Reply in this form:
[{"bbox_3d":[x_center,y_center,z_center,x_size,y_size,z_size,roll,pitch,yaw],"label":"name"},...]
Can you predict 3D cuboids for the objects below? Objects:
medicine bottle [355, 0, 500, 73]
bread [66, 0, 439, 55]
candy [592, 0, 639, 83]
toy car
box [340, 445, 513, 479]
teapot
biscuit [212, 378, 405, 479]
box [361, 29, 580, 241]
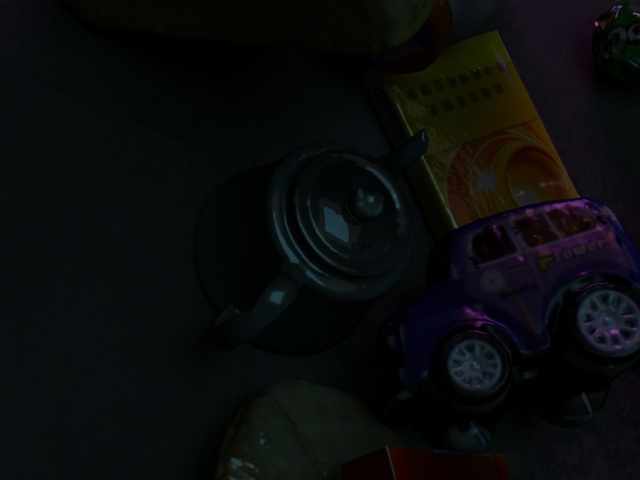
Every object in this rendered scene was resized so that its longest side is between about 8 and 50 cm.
[{"bbox_3d":[0.105,-0.281,1.064,0.157,0.157,0.289,34,55,-14],"label":"medicine bottle"},{"bbox_3d":[-0.020,-0.299,0.921,0.333,0.323,0.143,-64,149,-31],"label":"bread"},{"bbox_3d":[0.409,-0.208,1.277,0.323,0.097,0.097,-4,73,-39],"label":"candy"},{"bbox_3d":[0.150,0.065,0.939,0.235,0.172,0.158,-15,66,-4],"label":"toy car"},{"bbox_3d":[0.093,0.216,0.895,0.175,0.048,0.112,17,52,-50],"label":"box"},{"bbox_3d":[0.000,0.000,0.910,0.162,0.149,0.239,49,55,-6],"label":"teapot"},{"bbox_3d":[0.008,0.206,0.880,0.219,0.033,0.220,25,49,-32],"label":"biscuit"},{"bbox_3d":[0.157,-0.053,1.080,0.152,0.043,0.269,-20,82,-30],"label":"box"}]
